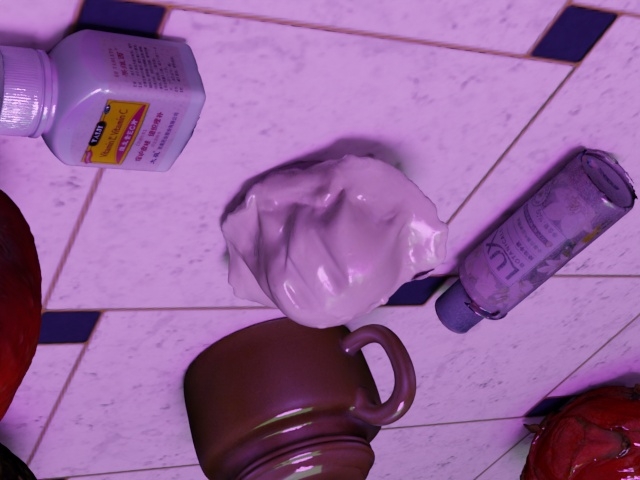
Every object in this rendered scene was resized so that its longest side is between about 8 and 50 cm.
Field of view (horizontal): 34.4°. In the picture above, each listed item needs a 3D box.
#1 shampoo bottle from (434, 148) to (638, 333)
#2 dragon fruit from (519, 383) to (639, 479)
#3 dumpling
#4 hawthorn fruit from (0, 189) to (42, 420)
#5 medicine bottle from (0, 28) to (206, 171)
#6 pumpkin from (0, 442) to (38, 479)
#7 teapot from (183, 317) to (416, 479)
[{"bbox_3d":[0.184,0.010,0.928,0.072,0.072,0.214,8,139,-37],"label":"shampoo bottle"},{"bbox_3d":[0.401,0.302,1.353,0.244,0.244,0.299,10,146,-39],"label":"dragon fruit"},{"bbox_3d":[0.000,0.000,0.790,0.188,0.108,0.127,-15,129,25],"label":"dumpling"},{"bbox_3d":[-0.261,0.035,0.594,0.215,0.215,0.249,-1,145,-27],"label":"hawthorn fruit"},{"bbox_3d":[-0.137,-0.084,0.619,0.118,0.055,0.074,3,143,-32],"label":"medicine bottle"},{"bbox_3d":[-0.378,0.297,0.895,0.320,0.192,0.320,-7,118,-12],"label":"pumpkin"},{"bbox_3d":[-0.016,0.183,0.984,0.268,0.175,0.185,-37,147,25],"label":"teapot"}]
